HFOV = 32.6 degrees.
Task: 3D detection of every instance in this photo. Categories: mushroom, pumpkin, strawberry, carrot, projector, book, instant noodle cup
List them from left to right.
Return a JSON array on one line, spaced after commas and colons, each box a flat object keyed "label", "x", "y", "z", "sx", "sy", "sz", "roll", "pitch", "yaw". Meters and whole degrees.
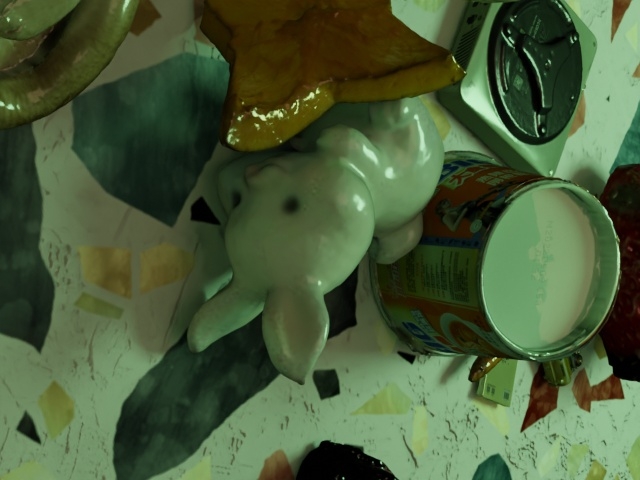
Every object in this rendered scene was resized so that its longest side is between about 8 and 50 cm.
[{"label": "mushroom", "x": -0.269, "y": -0.191, "z": 1.020, "sx": 0.285, "sy": 0.156, "sz": 0.151, "roll": -37, "pitch": 130, "yaw": -24}, {"label": "pumpkin", "x": -0.014, "y": -0.229, "z": 1.202, "sx": 0.290, "sy": 0.095, "sz": 0.258, "roll": -19, "pitch": 63, "yaw": -14}, {"label": "book", "x": 0.270, "y": 0.190, "z": 1.656, "sx": 0.077, "sy": 0.014, "sz": 0.111, "roll": 26, "pitch": 70, "yaw": -42}, {"label": "instant noodle cup", "x": 0.237, "y": 0.026, "z": 1.428, "sx": 0.296, "sy": 0.214, "sz": 0.296, "roll": -2, "pitch": 95, "yaw": -27}, {"label": "carrot", "x": 0.289, "y": 0.123, "z": 1.628, "sx": 0.257, "sy": 0.061, "sz": 0.061, "roll": -49, "pitch": 124, "yaw": -38}, {"label": "projector", "x": 0.305, "y": -0.257, "z": 1.621, "sx": 0.259, "sy": 0.079, "sz": 0.257, "roll": 34, "pitch": 70, "yaw": -39}, {"label": "strawberry", "x": 0.571, "y": 0.052, "z": 1.767, "sx": 0.292, "sy": 0.292, "sz": 0.310, "roll": -25, "pitch": 125, "yaw": -41}]

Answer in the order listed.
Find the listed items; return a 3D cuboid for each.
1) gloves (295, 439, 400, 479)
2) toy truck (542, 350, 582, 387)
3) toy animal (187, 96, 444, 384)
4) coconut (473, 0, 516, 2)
[{"label": "gloves", "x": 0.054, "y": 0.322, "z": 1.334, "sx": 0.129, "sy": 0.180, "sz": 0.106, "roll": -44, "pitch": 121, "yaw": -35}, {"label": "toy truck", "x": 0.370, "y": 0.169, "z": 1.730, "sx": 0.063, "sy": 0.052, "sz": 0.123, "roll": -36, "pitch": 118, "yaw": -31}, {"label": "toy animal", "x": -0.002, "y": -0.010, "z": 1.255, "sx": 0.367, "sy": 0.196, "sz": 0.241, "roll": -49, "pitch": 127, "yaw": -34}, {"label": "coconut", "x": 0.245, "y": -0.524, "z": 1.340, "sx": 0.404, "sy": 0.404, "sz": 0.404, "roll": -3, "pitch": 95, "yaw": -45}]
